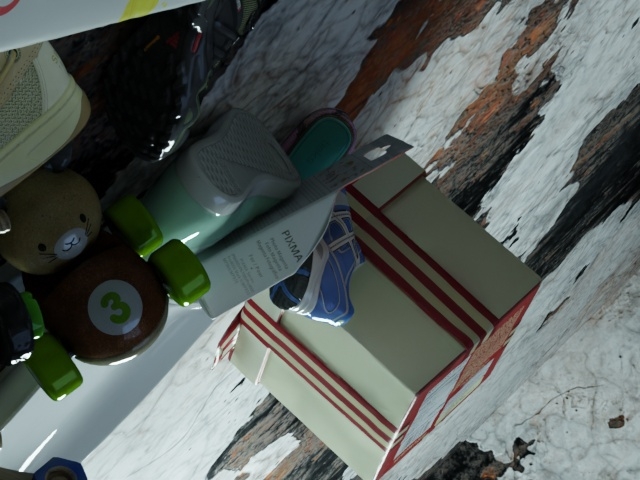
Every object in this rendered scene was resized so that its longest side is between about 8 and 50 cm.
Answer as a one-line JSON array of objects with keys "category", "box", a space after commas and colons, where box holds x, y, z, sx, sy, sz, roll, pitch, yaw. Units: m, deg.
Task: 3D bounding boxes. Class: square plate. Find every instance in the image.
[{"category": "square plate", "box": [-0.256, 0.163, 1.686, 0.347, 0.049, 0.344, -46, 168, 5]}]

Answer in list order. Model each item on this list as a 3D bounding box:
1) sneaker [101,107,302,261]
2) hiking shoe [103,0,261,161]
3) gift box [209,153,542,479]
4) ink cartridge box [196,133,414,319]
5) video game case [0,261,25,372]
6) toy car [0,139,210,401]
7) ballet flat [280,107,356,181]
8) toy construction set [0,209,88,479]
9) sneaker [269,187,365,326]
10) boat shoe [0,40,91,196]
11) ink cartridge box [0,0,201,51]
[{"category": "sneaker", "box": [-0.115, -0.035, 1.634, 0.151, 0.094, 0.256, -39, 176, 20]}, {"category": "hiking shoe", "box": [-0.092, -0.156, 1.405, 0.114, 0.086, 0.227, -28, 152, -44]}, {"category": "gift box", "box": [0.044, 0.090, 1.993, 0.255, 0.258, 0.276, -37, 162, -36]}, {"category": "ink cartridge box", "box": [-0.018, -0.017, 1.686, 0.232, 0.066, 0.189, -24, -171, -2]}, {"category": "video game case", "box": [-0.289, 0.090, 1.556, 0.201, 0.023, 0.183, -40, 161, -33]}, {"category": "toy car", "box": [-0.200, -0.002, 1.400, 0.155, 0.149, 0.188, -37, 137, -14]}, {"category": "ballet flat", "box": [-0.047, -0.043, 1.817, 0.221, 0.077, 0.079, -50, -171, 2]}, {"category": "toy construction set", "box": [-0.329, 0.159, 1.320, 0.237, 0.258, 0.309, -18, 171, -26]}, {"category": "sneaker", "box": [0.000, 0.000, 1.849, 0.080, 0.081, 0.211, -33, -144, 41]}, {"category": "boat shoe", "box": [-0.286, -0.036, 1.179, 0.302, 0.109, 0.098, -42, 123, -21]}, {"category": "ink cartridge box", "box": [-0.094, -0.277, 1.001, 0.384, 0.160, 0.279, -26, 151, -54]}]
